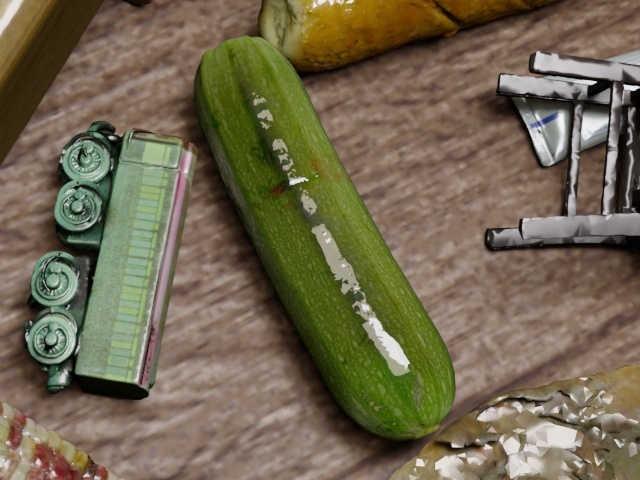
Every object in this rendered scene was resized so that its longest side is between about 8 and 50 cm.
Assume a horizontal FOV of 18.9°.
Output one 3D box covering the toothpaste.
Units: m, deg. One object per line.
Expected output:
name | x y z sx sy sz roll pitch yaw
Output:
toothpaste | 0.212 -0.098 1.084 0.218 0.033 0.052 -19 79 -15

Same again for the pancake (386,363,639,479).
pancake | 0.167 0.239 0.920 0.382 0.071 0.382 4 66 -10

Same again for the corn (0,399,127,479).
corn | -0.121 0.132 0.867 0.237 0.079 0.079 38 64 -20

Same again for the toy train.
toy train | -0.107 0.010 0.969 0.071 0.038 0.148 12 68 -7

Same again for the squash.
squash | 0.000 0.000 0.982 0.066 0.066 0.229 -22 75 -19

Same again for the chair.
chair | 0.202 -0.036 1.020 0.212 0.084 0.101 5 86 -9

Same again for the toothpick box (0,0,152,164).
toothpick box | -0.217 -0.089 0.913 0.187 0.190 0.308 29 70 -1

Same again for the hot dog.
hot dog | 0.099 -0.155 1.059 0.286 0.088 0.061 -22 74 -13
